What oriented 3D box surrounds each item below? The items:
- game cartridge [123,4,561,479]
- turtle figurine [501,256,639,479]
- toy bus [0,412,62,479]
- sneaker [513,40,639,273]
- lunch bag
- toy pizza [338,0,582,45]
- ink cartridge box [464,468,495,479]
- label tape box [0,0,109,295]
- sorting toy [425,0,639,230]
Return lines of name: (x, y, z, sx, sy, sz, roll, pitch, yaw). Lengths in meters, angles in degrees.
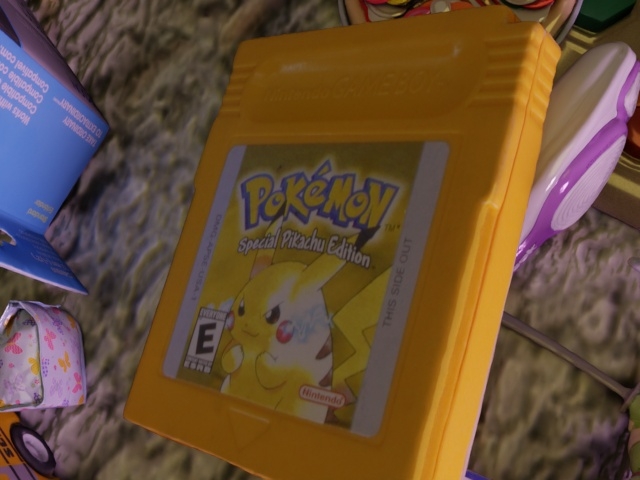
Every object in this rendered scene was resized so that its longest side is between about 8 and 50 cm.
game cartridge: (0.000, 0.000, 0.554, 0.285, 0.052, 0.324, 6, 78, 43)
turtle figurine: (0.273, 0.120, 0.491, 0.266, 0.198, 0.275, 4, 53, -9)
toy bus: (-0.227, 0.233, 0.565, 0.108, 0.130, 0.333, -39, 77, -2)
sneaker: (0.101, -0.037, 0.580, 0.152, 0.114, 0.305, 43, 94, 25)
lunch bag: (-0.222, 0.090, 0.625, 0.053, 0.071, 0.083, -7, 79, 9)
toy pizza: (0.110, -0.215, 0.644, 0.201, 0.032, 0.201, -3, 77, 13)
ink cartridge box: (0.084, 0.328, 0.519, 0.324, 0.071, 0.330, 23, 69, 5)
label tape box: (-0.270, -0.141, 0.588, 0.115, 0.249, 0.348, -38, 76, -2)
sorting toy: (0.197, -0.168, 0.646, 0.307, 0.041, 0.229, 29, 83, 11)
